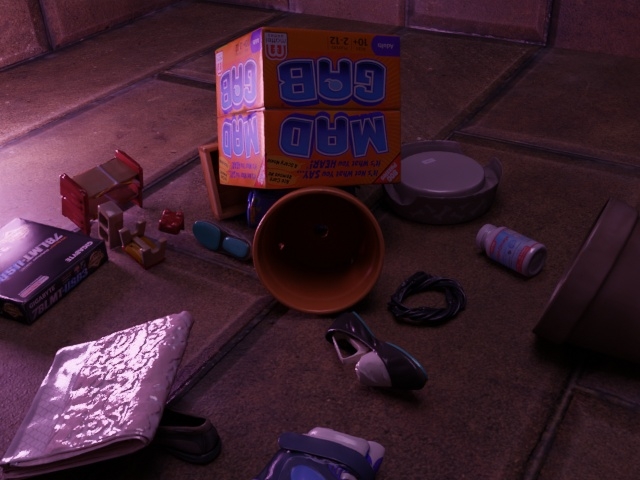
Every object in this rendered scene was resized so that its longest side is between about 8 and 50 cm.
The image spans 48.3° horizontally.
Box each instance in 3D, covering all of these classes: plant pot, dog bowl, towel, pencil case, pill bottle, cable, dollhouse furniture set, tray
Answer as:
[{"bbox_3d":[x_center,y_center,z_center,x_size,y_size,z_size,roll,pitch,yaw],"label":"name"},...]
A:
[{"bbox_3d":[0.000,0.000,1.657,0.291,0.290,0.203,-1,17,3],"label":"plant pot"},{"bbox_3d":[0.334,-0.165,2.019,0.349,0.102,0.348,-2,33,1],"label":"dog bowl"},{"bbox_3d":[-0.411,0.281,1.343,0.317,0.053,0.331,-17,31,16],"label":"towel"},{"bbox_3d":[-0.047,-0.092,1.911,0.306,0.133,0.119,0,54,6],"label":"pencil case"},{"bbox_3d":[0.626,0.114,1.425,0.280,0.323,0.323,30,43,17],"label":"plant pot"},{"bbox_3d":[0.462,0.019,1.740,0.087,0.087,0.160,-26,39,-32],"label":"pill bottle"},{"bbox_3d":[0.240,0.138,1.623,0.151,0.047,0.184,29,42,32],"label":"cable"},{"bbox_3d":[-0.513,-0.065,1.927,0.374,0.152,0.201,38,48,23],"label":"dollhouse furniture set"},{"bbox_3d":[-0.124,-0.213,2.028,0.411,0.202,0.076,-17,20,-20],"label":"tray"}]

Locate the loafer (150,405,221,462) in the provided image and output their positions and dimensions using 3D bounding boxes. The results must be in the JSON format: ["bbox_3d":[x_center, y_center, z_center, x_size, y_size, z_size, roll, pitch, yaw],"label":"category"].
[{"bbox_3d":[-0.307,0.330,1.323,0.268,0.084,0.096,10,35,19],"label":"loafer"}]

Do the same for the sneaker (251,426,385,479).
[{"bbox_3d":[0.051,0.411,1.128,0.236,0.130,0.323,-33,38,-32],"label":"sneaker"}]

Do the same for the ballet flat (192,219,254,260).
[{"bbox_3d":[-0.241,0.001,1.855,0.213,0.072,0.068,23,13,32],"label":"ballet flat"}]

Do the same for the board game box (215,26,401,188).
[{"bbox_3d":[-0.039,-0.319,1.799,0.356,0.356,0.356,-4,7,-24],"label":"board game box"}]

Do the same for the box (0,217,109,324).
[{"bbox_3d":[-0.738,0.067,1.775,0.293,0.073,0.295,12,36,22],"label":"box"}]

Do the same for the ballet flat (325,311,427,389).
[{"bbox_3d":[0.099,0.238,1.440,0.096,0.095,0.280,-28,30,-19],"label":"ballet flat"}]
